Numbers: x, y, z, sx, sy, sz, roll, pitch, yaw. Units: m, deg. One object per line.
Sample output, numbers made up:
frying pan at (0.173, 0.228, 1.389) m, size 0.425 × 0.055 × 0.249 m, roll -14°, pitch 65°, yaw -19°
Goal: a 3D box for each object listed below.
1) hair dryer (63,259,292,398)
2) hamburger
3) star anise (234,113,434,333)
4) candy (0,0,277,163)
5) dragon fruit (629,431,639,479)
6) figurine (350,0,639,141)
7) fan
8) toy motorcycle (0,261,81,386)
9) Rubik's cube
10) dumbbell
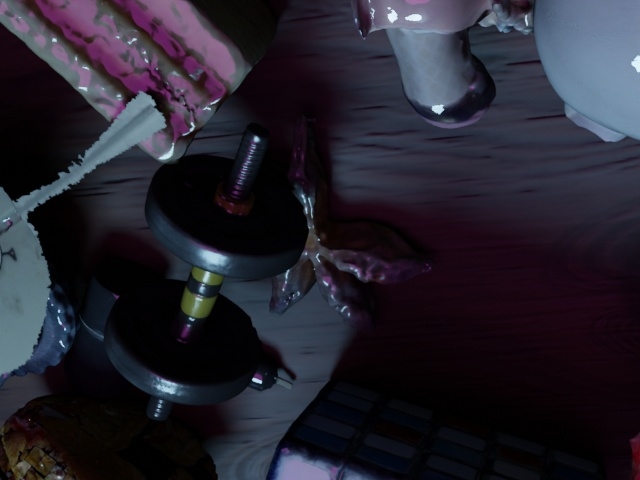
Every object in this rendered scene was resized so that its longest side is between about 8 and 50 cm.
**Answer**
hair dryer at (-0.132, 0.110, 1.529) m, size 0.219 × 0.071 × 0.124 m, roll 18°, pitch 119°, yaw -2°
hamburger at (-0.210, 0.224, 1.513) m, size 0.231 × 0.231 × 0.107 m, roll 36°, pitch 108°, yaw -2°
star anise at (-0.014, 0.006, 1.442) m, size 0.172 × 0.063 × 0.208 m, roll -34°, pitch 101°, yaw 30°
candy at (-0.188, -0.227, 1.320) m, size 0.321 × 0.179 × 0.135 m, roll 42°, pitch 111°, yaw -4°
dragon fruit at (0.426, 0.179, 1.298) m, size 0.371 × 0.249 × 0.386 m, roll -3°, pitch 117°, yaw 0°
figurine at (0.216, -0.186, 1.209) m, size 0.361 × 0.211 × 0.253 m, roll 8°, pitch 115°, yaw 14°
fan at (-0.273, -0.014, 1.354) m, size 0.415 × 0.012 × 0.233 m, roll -28°, pitch 98°, yaw 32°
toy motorcycle at (-0.419, 0.117, 1.545) m, size 0.232 × 0.172 × 0.416 m, roll 44°, pitch 124°, yaw -9°
Rubik's cube at (0.079, 0.316, 1.390) m, size 0.293 × 0.287 × 0.291 m, roll 16°, pitch 99°, yaw 8°
dumbbell at (-0.101, 0.035, 1.381) m, size 0.143 × 0.143 × 0.325 m, roll 24°, pitch 124°, yaw 4°
